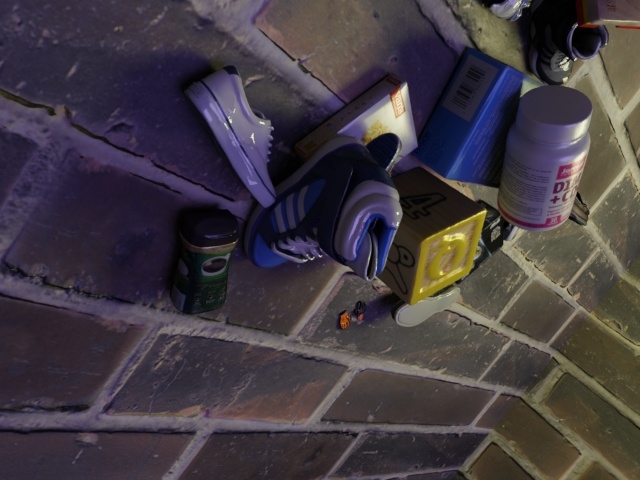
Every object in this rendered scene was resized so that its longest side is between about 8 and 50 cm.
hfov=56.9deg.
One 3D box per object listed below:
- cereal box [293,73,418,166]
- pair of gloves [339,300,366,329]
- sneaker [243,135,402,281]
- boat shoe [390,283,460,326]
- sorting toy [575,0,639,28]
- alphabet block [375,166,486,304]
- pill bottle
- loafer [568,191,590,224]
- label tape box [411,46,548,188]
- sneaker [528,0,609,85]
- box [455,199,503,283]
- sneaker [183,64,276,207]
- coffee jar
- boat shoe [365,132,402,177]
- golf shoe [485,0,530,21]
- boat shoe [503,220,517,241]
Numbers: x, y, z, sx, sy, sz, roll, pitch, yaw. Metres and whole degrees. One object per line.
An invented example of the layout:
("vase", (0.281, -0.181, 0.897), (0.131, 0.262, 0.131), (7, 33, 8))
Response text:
("cereal box", (0.074, -0.178, 1.114), (0.240, 0.047, 0.173), (-38, 142, -11))
("pair of gloves", (0.083, 0.190, 1.489), (0.083, 0.010, 0.074), (-31, 140, -22))
("sneaker", (0.001, 0.000, 0.998), (0.130, 0.236, 0.323), (21, 123, -41))
("boat shoe", (0.272, 0.157, 1.589), (0.255, 0.079, 0.095), (-19, 133, -36))
("sorting toy", (0.561, -0.518, 1.096), (0.257, 0.089, 0.255), (-7, 92, -23))
("alphabet block", (0.204, -0.014, 1.268), (0.194, 0.197, 0.192), (-26, 139, -27))
("pill bottle", (0.465, -0.167, 1.233), (0.160, 0.160, 0.283), (-33, 142, -19))
("loafer", (0.768, -0.120, 1.810), (0.303, 0.109, 0.095), (17, 106, -47))
("label tape box", (0.390, -0.252, 1.309), (0.348, 0.115, 0.249), (0, 123, -48))
("sneaker", (0.522, -0.404, 1.250), (0.101, 0.153, 0.268), (-28, 140, 3))
("box", (0.398, 0.005, 1.577), (0.180, 0.077, 0.147), (-38, 142, -13))
("sneaker", (-0.111, -0.152, 0.917), (0.091, 0.094, 0.258), (-36, 141, -8))
("coffee jar", (-0.199, 0.034, 1.011), (0.096, 0.079, 0.184), (-9, 130, -37))
("boat shoe", (0.094, -0.121, 1.100), (0.066, 0.066, 0.183), (3, 132, -52))
("golf shoe", (0.372, -0.503, 1.102), (0.086, 0.069, 0.176), (-2, 123, -37))
("boat shoe", (0.551, -0.064, 1.693), (0.040, 0.049, 0.142), (17, 110, -9))
